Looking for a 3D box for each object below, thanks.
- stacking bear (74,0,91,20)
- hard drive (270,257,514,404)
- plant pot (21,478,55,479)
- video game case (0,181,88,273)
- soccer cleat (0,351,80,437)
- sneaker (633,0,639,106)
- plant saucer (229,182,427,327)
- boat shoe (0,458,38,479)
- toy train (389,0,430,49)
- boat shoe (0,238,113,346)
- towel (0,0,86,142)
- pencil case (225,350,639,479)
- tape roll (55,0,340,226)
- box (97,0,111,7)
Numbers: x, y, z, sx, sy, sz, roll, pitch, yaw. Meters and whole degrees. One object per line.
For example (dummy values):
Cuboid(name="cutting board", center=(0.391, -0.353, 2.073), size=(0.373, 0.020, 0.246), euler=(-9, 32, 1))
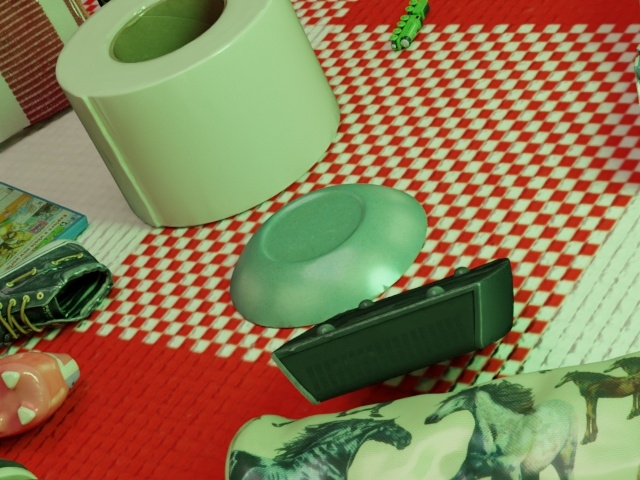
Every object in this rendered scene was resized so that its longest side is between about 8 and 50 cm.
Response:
Cuboid(name="stacking bear", center=(-0.386, -0.302, 2.093), size=(0.164, 0.175, 0.289), euler=(-24, 22, -9))
Cuboid(name="hard drive", center=(0.065, 0.065, 1.243), size=(0.172, 0.054, 0.255), euler=(-19, 0, 11))
Cuboid(name="plant pot", center=(-0.194, 0.271, 1.134), size=(0.191, 0.174, 0.191), euler=(-20, 31, 13))
Cuboid(name="video game case", center=(-0.341, -0.013, 1.727), size=(0.166, 0.015, 0.119), euler=(20, 46, 32))
Cuboid(name="soccer cleat", center=(-0.333, 0.153, 1.497), size=(0.248, 0.083, 0.095), euler=(-17, 4, 23))
Cuboid(name="sneaker", center=(0.372, -0.187, 1.437), size=(0.182, 0.127, 0.315), euler=(-9, 43, 19))
Cuboid(name="plant saucer", center=(0.000, 0.000, 1.499), size=(0.195, 0.037, 0.195), euler=(-18, 34, 12))
Cuboid(name="boat shoe", center=(-0.380, 0.260, 1.321), size=(0.340, 0.127, 0.113), euler=(-37, 45, 1))
Cuboid(name="toy train", center=(0.096, -0.231, 1.772), size=(0.024, 0.017, 0.083), euler=(4, 43, 23))
Cuboid(name="boat shoe", center=(-0.287, 0.066, 1.580), size=(0.183, 0.065, 0.083), euler=(-37, 33, -18))
Cuboid(name="towel", center=(-0.436, -0.210, 1.919), size=(0.329, 0.237, 0.037), euler=(-31, 13, -9))
Cuboid(name="pencil case", center=(0.139, 0.163, 1.055), size=(0.410, 0.160, 0.183), euler=(-12, 18, 22))
Cuboid(name="tape roll", center=(-0.122, -0.153, 1.674), size=(0.246, 0.169, 0.246), euler=(-19, 34, 13))
Cuboid(name="box", center=(-0.173, -0.332, 2.077), size=(0.191, 0.045, 0.184), euler=(-35, 36, -14))
